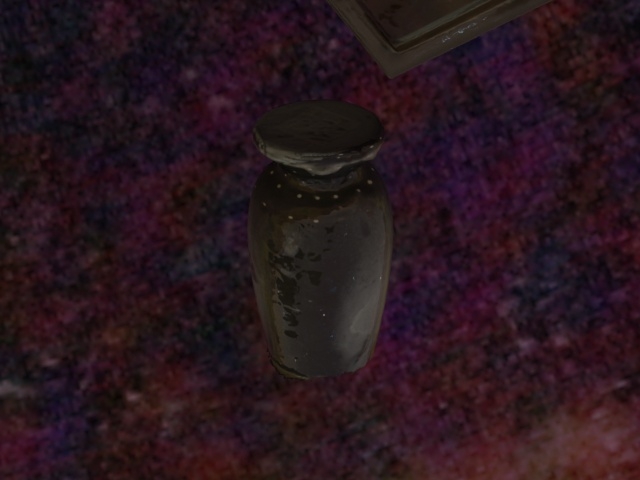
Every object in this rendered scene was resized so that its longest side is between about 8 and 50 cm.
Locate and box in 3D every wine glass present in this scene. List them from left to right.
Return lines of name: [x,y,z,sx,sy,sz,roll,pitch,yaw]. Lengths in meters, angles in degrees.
wine glass: [0.000,0.000,0.962,0.111,0.111,0.205,-13,124,-17]

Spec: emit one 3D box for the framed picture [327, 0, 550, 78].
framed picture: [0.087,-0.214,0.632,0.289,0.020,0.211,-22,122,36]
